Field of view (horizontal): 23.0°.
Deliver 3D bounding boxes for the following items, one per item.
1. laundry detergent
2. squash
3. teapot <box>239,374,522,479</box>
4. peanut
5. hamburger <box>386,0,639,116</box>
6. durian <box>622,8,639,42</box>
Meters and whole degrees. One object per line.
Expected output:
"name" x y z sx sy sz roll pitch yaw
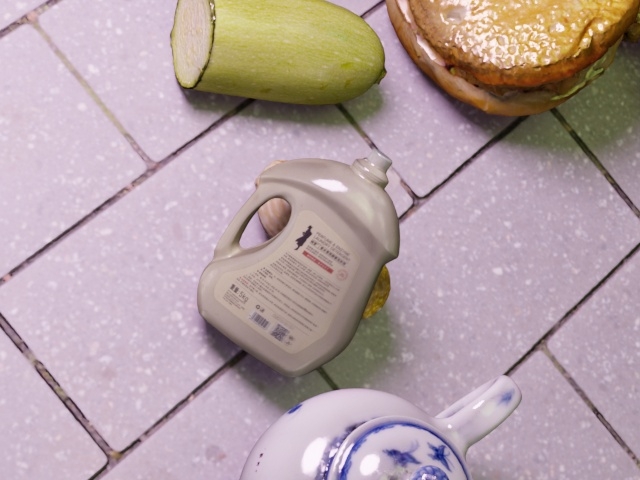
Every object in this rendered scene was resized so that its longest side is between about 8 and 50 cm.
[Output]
"laundry detergent" -0.008 0.009 1.680 0.181 0.091 0.253 35 101 4
"squash" -0.038 -0.225 1.813 0.247 0.132 0.132 5 69 -25
"teapot" 0.053 0.267 1.577 0.424 0.280 0.252 -36 89 -32
"peanut" 0.000 0.000 1.766 0.087 0.087 0.207 -39 91 -30
"hamburger" 0.227 -0.307 1.916 0.290 0.170 0.314 -30 72 -16
"durian" 0.361 -0.321 2.052 0.224 0.078 0.140 35 16 4
